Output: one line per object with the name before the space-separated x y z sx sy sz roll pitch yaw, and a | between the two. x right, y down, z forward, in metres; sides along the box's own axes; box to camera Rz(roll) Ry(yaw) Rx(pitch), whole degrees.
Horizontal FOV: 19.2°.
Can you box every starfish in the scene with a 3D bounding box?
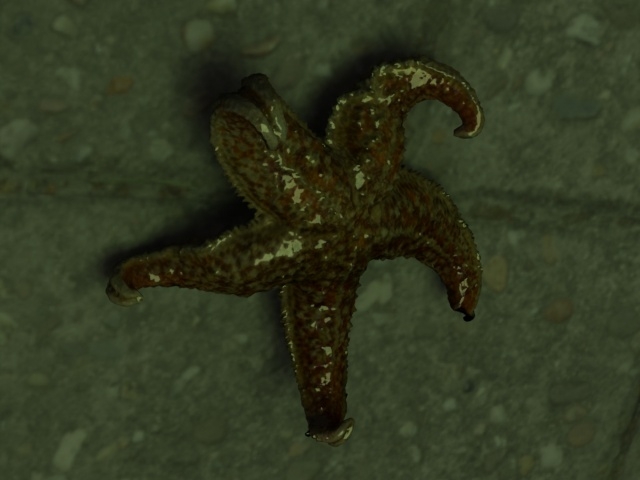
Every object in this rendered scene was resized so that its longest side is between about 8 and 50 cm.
starfish | 0.000 0.003 1.372 0.312 0.113 0.303 -13 120 -27
